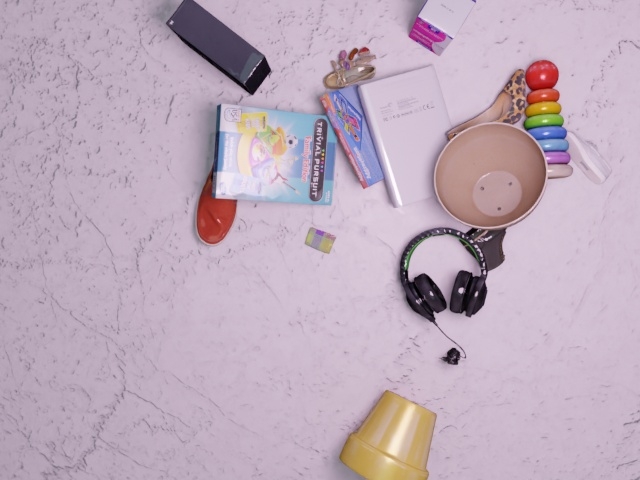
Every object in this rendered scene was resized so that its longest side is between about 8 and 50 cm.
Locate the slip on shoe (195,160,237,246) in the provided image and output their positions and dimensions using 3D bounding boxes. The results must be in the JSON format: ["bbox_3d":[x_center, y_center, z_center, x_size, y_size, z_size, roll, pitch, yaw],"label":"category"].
[{"bbox_3d":[-0.289,-0.142,1.706,0.123,0.101,0.331,18,97,-1],"label":"slip on shoe"}]

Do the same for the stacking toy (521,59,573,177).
[{"bbox_3d":[0.626,-0.338,1.640,0.141,0.141,0.330,-2,92,2],"label":"stacking toy"}]

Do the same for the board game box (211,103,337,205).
[{"bbox_3d":[-0.126,-0.235,1.645,0.336,0.079,0.254,2,96,-19],"label":"board game box"}]

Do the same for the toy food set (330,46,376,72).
[{"bbox_3d":[0.092,-0.525,1.677,0.122,0.019,0.078,-23,56,0],"label":"toy food set"}]

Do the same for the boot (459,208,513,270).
[{"bbox_3d":[0.525,-0.004,1.709,0.198,0.077,0.137,-34,98,18],"label":"boot"}]

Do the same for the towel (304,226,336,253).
[{"bbox_3d":[0.000,0.000,1.754,0.083,0.009,0.060,20,97,1],"label":"towel"}]

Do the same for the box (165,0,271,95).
[{"bbox_3d":[-0.274,-0.533,1.624,0.261,0.184,0.103,37,96,-2],"label":"box"}]

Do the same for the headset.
[{"bbox_3d":[0.367,0.160,1.701,0.243,0.185,0.394,-7,85,19],"label":"headset"}]

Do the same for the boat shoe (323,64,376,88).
[{"bbox_3d":[0.084,-0.473,1.684,0.153,0.048,0.056,-10,95,3],"label":"boat shoe"}]

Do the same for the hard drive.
[{"bbox_3d":[0.265,-0.294,1.668,0.233,0.047,0.353,-19,94,-13],"label":"hard drive"}]

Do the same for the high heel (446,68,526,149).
[{"bbox_3d":[0.464,-0.366,1.635,0.186,0.093,0.261,11,104,-20],"label":"high heel"}]

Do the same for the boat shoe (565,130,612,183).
[{"bbox_3d":[0.764,-0.248,1.676,0.063,0.066,0.184,-42,90,-9],"label":"boat shoe"}]

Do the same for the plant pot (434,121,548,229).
[{"bbox_3d":[0.468,-0.150,1.586,0.284,0.191,0.284,-6,76,23],"label":"plant pot"}]

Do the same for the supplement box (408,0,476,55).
[{"bbox_3d":[0.322,-0.592,1.577,0.111,0.220,0.114,31,97,-1],"label":"supplement box"}]

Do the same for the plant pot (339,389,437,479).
[{"bbox_3d":[0.215,0.576,1.700,0.254,0.254,0.239,25,80,0],"label":"plant pot"}]

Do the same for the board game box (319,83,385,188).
[{"bbox_3d":[0.112,-0.297,1.667,0.027,0.145,0.281,-21,96,49],"label":"board game box"}]
